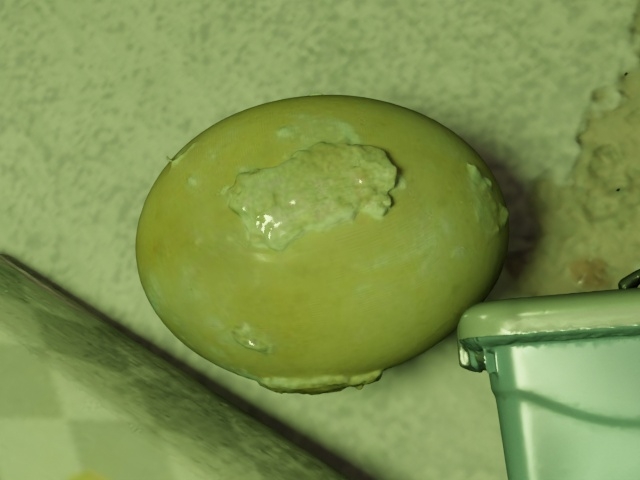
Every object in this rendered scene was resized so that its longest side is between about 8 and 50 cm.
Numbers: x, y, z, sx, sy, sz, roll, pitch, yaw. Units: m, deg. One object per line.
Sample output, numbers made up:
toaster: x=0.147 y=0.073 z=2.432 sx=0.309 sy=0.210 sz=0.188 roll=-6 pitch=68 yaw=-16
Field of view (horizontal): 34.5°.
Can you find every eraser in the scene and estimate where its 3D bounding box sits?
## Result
eraser: x=-0.127 y=0.163 z=0.552 sx=0.396 sy=0.082 sz=0.213 roll=28 pitch=81 yaw=28

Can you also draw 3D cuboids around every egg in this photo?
egg: x=0.001 y=0.001 z=0.559 sx=0.201 sy=0.164 sz=0.164 roll=-9 pitch=71 yaw=6

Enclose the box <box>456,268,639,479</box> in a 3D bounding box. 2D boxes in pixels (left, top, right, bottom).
box: x=0.183 y=0.071 z=0.494 sx=0.227 sy=0.162 sz=0.130 roll=-5 pitch=83 yaw=12
